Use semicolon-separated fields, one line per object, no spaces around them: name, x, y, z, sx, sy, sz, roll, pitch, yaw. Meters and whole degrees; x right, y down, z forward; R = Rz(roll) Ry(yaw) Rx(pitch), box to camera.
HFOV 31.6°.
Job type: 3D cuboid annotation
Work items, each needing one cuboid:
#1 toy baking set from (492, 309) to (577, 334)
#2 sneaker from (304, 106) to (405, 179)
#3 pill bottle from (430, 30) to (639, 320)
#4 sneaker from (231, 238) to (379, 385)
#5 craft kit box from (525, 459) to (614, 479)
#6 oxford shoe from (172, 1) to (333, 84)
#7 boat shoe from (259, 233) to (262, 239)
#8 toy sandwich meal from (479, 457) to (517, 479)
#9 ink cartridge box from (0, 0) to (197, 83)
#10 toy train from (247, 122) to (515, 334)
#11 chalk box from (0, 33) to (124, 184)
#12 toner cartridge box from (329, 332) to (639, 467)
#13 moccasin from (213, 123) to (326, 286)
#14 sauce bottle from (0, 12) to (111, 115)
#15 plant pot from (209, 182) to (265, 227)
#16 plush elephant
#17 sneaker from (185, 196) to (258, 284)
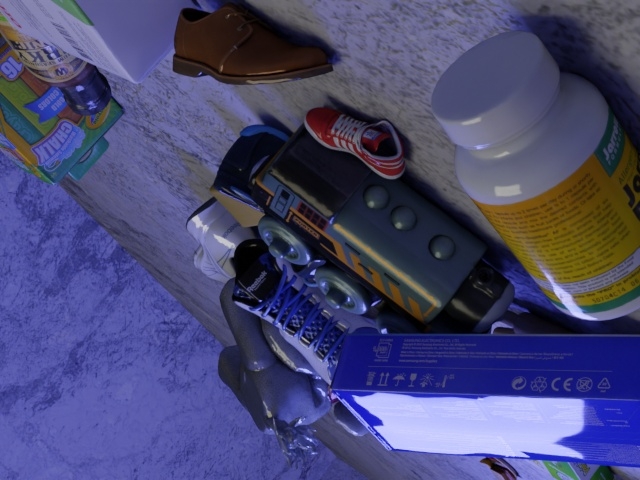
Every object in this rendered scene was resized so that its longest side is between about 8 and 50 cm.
toy baking set;0.310;0.158;1.309;0.197;0.030;0.256;46;167;-35
sneaker;0.036;-0.108;1.147;0.118;0.042;0.067;30;170;8
pill bottle;0.169;-0.046;0.813;0.208;0.117;0.117;48;165;-31
sneaker;-0.038;0.106;1.682;0.315;0.127;0.182;47;-166;29
craft kit box;0.281;0.251;1.643;0.250;0.061;0.246;27;164;46
oxford shoe;-0.075;-0.196;1.124;0.212;0.076;0.076;16;115;39
boat shoe;-0.073;0.005;1.854;0.035;0.035;0.100;37;160;24
toy sandwich meal;0.338;0.435;2.143;0.085;0.029;0.085;38;167;10
ink cartridge box;-0.289;-0.304;1.241;0.273;0.115;0.198;27;162;43
toy train;0.063;0.002;1.255;0.334;0.142;0.190;39;158;4
chalk box;-0.470;-0.219;1.899;0.289;0.180;0.179;47;166;-34
toner cartridge box;0.201;0.169;1.206;0.348;0.075;0.165;-2;147;30
moccasin;0.000;0.000;1.440;0.342;0.117;0.138;42;167;-14
sauce bottle;-0.373;-0.286;1.560;0.111;0.111;0.344;35;168;22
plant pot;-0.082;-0.072;1.532;0.083;0.081;0.081;2;142;51
plush elephant;-0.003;0.208;1.903;0.330;0.255;0.272;55;153;39
sneaker;-0.151;0.030;1.949;0.129;0.111;0.297;47;171;17
